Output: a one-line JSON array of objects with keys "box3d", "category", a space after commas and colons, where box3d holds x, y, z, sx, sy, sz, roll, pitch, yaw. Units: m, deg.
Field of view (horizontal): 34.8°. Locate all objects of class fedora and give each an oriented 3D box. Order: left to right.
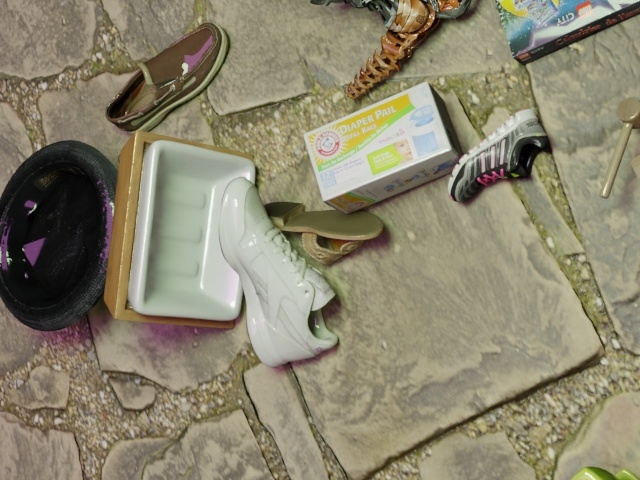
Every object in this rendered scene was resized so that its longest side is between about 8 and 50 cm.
[{"box3d": [-0.418, -0.004, 1.771, 0.334, 0.152, 0.334, -2, 86, 32], "category": "fedora"}]

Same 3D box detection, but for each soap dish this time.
[{"box3d": [-0.227, -0.012, 1.630, 0.118, 0.229, 0.291, 3, 86, 47], "category": "soap dish"}]

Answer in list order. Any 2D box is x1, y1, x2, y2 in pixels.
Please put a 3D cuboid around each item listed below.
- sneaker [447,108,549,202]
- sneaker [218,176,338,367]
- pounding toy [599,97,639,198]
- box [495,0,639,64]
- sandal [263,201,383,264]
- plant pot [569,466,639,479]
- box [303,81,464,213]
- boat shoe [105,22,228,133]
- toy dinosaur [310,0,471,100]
[{"box3d": [0.254, -0.106, 1.442, 0.170, 0.063, 0.075, -43, 59, 14], "category": "sneaker"}, {"box3d": [-0.059, 0.041, 1.560, 0.152, 0.114, 0.305, -11, 106, 22], "category": "sneaker"}, {"box3d": [0.455, -0.092, 1.313, 0.181, 0.094, 0.206, -36, 59, 27], "category": "pounding toy"}, {"box3d": [0.357, -0.366, 1.422, 0.233, 0.044, 0.159, -21, 74, 27], "category": "box"}, {"box3d": [0.004, -0.003, 1.585, 0.240, 0.088, 0.079, 12, 122, 37], "category": "sandal"}, {"box3d": [0.362, 0.420, 1.237, 0.228, 0.207, 0.227, 43, 106, 26], "category": "plant pot"}, {"box3d": [0.094, -0.132, 1.497, 0.203, 0.103, 0.114, -22, 74, 16], "category": "box"}, {"box3d": [-0.267, -0.276, 1.747, 0.257, 0.095, 0.095, -43, 66, 19], "category": "boat shoe"}, {"box3d": [0.110, -0.367, 1.514, 0.218, 0.164, 0.322, 32, 91, 14], "category": "toy dinosaur"}]
